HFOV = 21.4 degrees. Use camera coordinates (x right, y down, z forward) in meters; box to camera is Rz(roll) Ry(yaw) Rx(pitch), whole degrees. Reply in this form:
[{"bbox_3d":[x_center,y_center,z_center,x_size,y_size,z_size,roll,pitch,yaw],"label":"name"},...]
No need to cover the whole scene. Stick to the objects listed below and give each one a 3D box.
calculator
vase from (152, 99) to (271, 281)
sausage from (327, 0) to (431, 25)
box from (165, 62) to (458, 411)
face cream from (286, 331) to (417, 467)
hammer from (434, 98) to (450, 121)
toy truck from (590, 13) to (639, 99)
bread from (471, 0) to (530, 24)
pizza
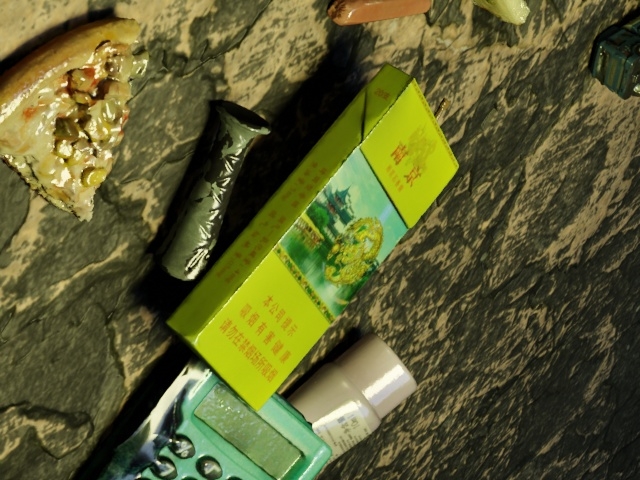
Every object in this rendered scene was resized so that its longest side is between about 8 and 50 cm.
[{"bbox_3d":[-0.133,0.257,1.789,0.274,0.058,0.248,-51,130,-7],"label":"calculator"},{"bbox_3d":[-0.102,-0.045,1.600,0.059,0.059,0.167,-4,122,-56],"label":"vase"},{"bbox_3d":[0.062,-0.234,1.692,0.147,0.030,0.035,-19,134,-49],"label":"sausage"},{"bbox_3d":[0.000,0.000,1.684,0.335,0.047,0.187,-50,148,-9],"label":"box"},{"bbox_3d":[-0.015,0.227,2.003,0.274,0.096,0.154,-39,149,-7],"label":"face cream"},{"bbox_3d":[0.113,-0.106,1.925,0.123,0.014,0.029,-61,161,2],"label":"hammer"},{"bbox_3d":[0.434,-0.260,2.188,0.201,0.088,0.074,-32,146,-32],"label":"toy truck"},{"bbox_3d":[0.170,-0.275,1.778,0.028,0.068,0.153,-56,153,-4],"label":"bread"},{"bbox_3d":[-0.208,-0.083,1.407,0.185,0.052,0.195,-36,146,-28],"label":"pizza"}]
